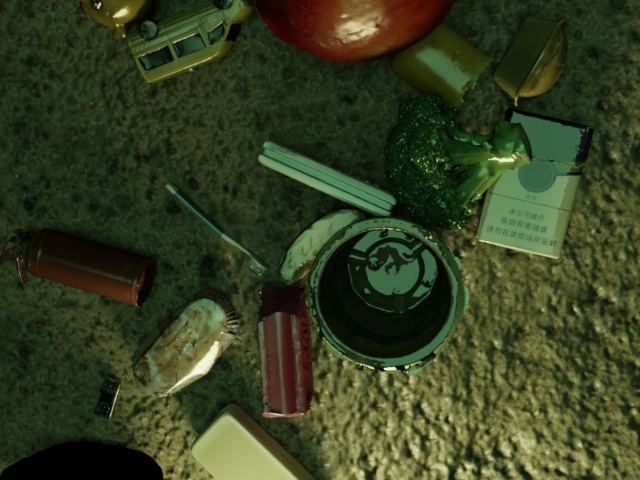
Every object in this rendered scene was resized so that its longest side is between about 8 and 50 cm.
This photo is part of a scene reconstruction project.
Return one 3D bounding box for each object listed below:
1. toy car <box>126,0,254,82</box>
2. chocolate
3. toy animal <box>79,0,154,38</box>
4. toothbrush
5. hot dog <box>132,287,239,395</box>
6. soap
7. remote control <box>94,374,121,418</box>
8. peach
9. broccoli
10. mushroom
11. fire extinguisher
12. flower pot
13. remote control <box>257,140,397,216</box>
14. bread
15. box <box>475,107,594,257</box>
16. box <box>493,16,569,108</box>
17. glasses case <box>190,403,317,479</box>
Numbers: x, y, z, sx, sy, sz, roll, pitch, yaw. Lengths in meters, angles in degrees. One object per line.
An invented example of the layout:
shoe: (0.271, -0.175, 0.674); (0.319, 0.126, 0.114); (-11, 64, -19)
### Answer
toy car: (-0.242, -0.399, 1.652); (0.256, 0.101, 0.125); (-19, 99, 11)
chocolate: (-0.481, 0.570, 1.756); (0.339, 0.225, 0.210); (4, 111, 7)
toy animal: (-0.396, -0.534, 1.631); (0.169, 0.195, 0.282); (3, 95, -33)
toothbrush: (-0.217, -0.025, 1.738); (0.275, 0.019, 0.025); (41, 108, 1)
hot dog: (-0.280, 0.219, 1.751); (0.268, 0.075, 0.144); (-43, 95, 7)
soap: (-0.075, 0.215, 1.676); (0.099, 0.162, 0.250); (-3, 98, 8)
remote control: (-0.457, 0.336, 1.819); (0.039, 0.014, 0.096); (20, 101, 5)
peach: (0.057, -0.494, 1.471); (0.388, 0.388, 0.389); (1, 97, 7)
broccoli: (0.242, -0.144, 1.529); (0.270, 0.270, 0.270); (-11, 96, 22)
mushroom: (-0.002, -0.001, 1.673); (0.209, 0.094, 0.072); (-41, 85, 10)
fire extinguisher: (-0.516, 0.059, 1.755); (0.336, 0.106, 0.147); (16, 124, 6)
flower pot: (0.125, 0.082, 1.585); (0.290, 0.259, 0.291); (1, 99, 7)
remote control: (0.018, -0.120, 1.651); (0.277, 0.103, 0.056); (25, 93, 4)
bread: (0.224, -0.340, 1.603); (0.173, 0.085, 0.134); (36, 101, 2)
box: (0.406, -0.109, 1.616); (0.168, 0.071, 0.260); (13, 100, 6)
box: (0.400, -0.333, 1.575); (0.111, 0.111, 0.177); (30, 101, 3)
glasses case: (-0.120, 0.492, 1.765); (0.313, 0.070, 0.131); (43, 101, 1)
